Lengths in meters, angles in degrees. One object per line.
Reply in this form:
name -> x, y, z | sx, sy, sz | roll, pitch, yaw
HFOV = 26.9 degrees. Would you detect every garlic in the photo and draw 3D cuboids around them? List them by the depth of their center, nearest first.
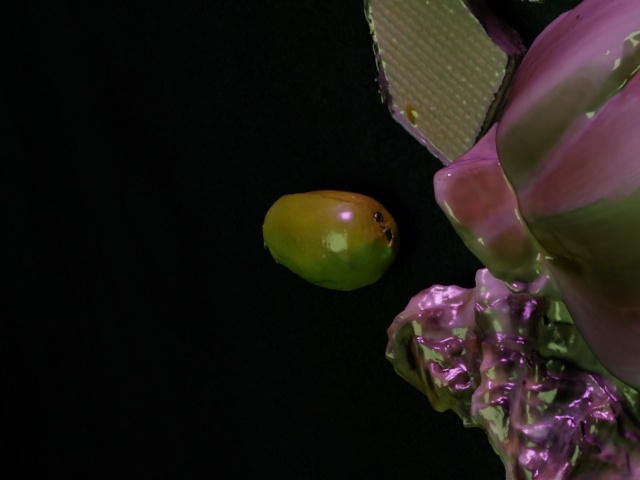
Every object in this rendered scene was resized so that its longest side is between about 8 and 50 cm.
garlic -> 0.219, -0.024, 0.830 | 0.325, 0.132, 0.279 | -23, 95, 58

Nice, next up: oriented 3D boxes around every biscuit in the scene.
biscuit -> 0.104, -0.180, 0.957 | 0.147, 0.046, 0.250 | 44, 137, 26

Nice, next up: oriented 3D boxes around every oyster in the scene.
oyster -> 0.174, 0.185, 0.992 | 0.238, 0.115, 0.351 | -30, 68, 53

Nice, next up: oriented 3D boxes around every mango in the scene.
mango -> 0.000, 0.000, 1.154 | 0.165, 0.074, 0.091 | -3, 107, 52
